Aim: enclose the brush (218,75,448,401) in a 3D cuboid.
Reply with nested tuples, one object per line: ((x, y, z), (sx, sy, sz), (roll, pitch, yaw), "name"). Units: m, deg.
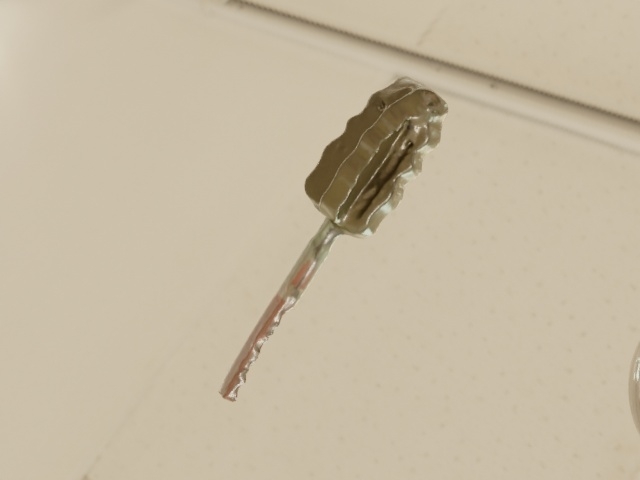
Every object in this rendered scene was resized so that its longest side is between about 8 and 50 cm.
((0.000, 0.000, 1.056), (0.301, 0.071, 0.084), (-56, -169, 5), "brush")

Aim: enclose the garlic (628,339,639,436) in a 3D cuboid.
((0.321, 0.075, 0.847), (0.207, 0.256, 0.207), (6, -118, -10), "garlic")
